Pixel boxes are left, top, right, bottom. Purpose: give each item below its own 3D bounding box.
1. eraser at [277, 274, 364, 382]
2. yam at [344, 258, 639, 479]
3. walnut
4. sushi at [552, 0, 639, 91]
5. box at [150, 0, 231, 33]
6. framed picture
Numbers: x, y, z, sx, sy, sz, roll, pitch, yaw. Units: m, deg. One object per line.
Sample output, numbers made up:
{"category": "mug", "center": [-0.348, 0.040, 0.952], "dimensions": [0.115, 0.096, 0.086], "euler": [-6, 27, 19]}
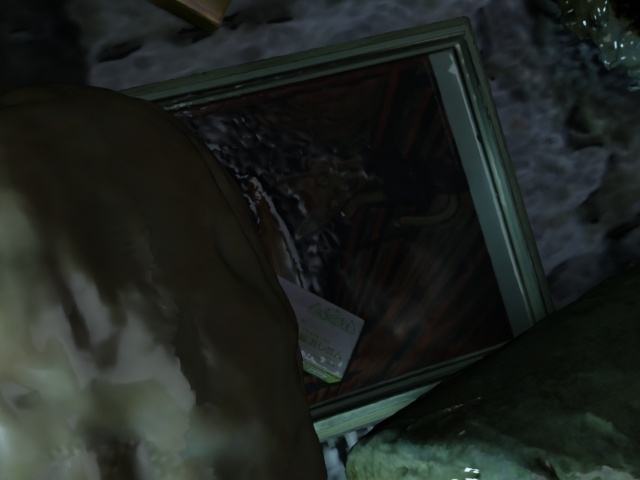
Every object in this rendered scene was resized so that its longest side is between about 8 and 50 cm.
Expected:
{"category": "eraser", "center": [-0.020, 0.041, 0.806], "dimensions": [0.083, 0.019, 0.038], "euler": [28, 73, -17]}
{"category": "yam", "center": [0.170, 0.114, 0.798], "dimensions": [0.300, 0.195, 0.195], "euler": [-31, 94, -24]}
{"category": "walnut", "center": [-0.119, 0.064, 0.649], "dimensions": [0.227, 0.273, 0.273], "euler": [-17, 89, -2]}
{"category": "sushi", "center": [0.188, -0.156, 0.904], "dimensions": [0.103, 0.097, 0.226], "euler": [-36, 82, -29]}
{"category": "box", "center": [-0.065, -0.201, 0.841], "dimensions": [0.089, 0.022, 0.156], "euler": [29, 72, -16]}
{"category": "framed picture", "center": [0.000, 0.000, 0.841], "dimensions": [0.273, 0.016, 0.216], "euler": [-16, 89, -25]}
